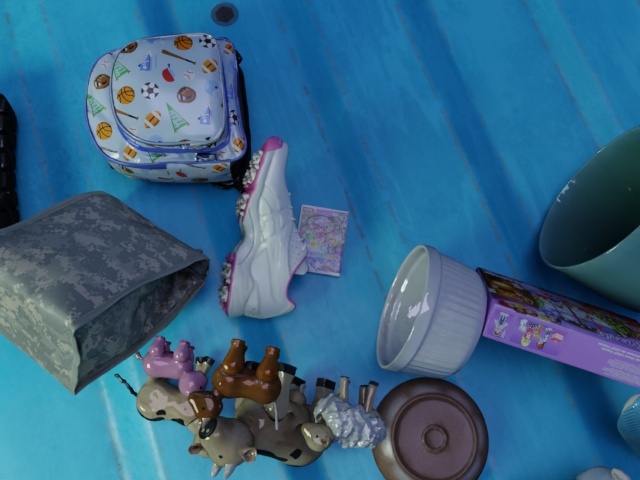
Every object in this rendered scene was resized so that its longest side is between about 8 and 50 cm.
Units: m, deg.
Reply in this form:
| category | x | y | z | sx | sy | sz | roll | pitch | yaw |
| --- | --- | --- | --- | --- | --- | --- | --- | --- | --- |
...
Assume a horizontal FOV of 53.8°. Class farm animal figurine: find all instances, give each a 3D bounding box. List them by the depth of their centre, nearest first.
| category | x | y | z | sx | sy | sz | roll | pitch | yaw |
| --- | --- | --- | --- | --- | --- | --- | --- | --- | --- |
| farm animal figurine | -0.116 | 0.263 | 0.932 | 0.327 | 0.330 | 0.172 | 23 | 68 | -27 |

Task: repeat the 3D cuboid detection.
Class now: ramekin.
| category | x | y | z | sx | sy | sz | roll | pitch | yaw |
| --- | --- | --- | --- | --- | --- | --- | --- | --- | --- |
| ramekin | 0.177 | 0.119 | 1.004 | 0.109 | 0.207 | 0.207 | 19 | 73 | -7 |

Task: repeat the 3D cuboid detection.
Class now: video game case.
| category | x | y | z | sx | sy | sz | roll | pitch | yaw |
| --- | --- | --- | --- | --- | --- | --- | --- | --- | --- |
| video game case | 0.000 | 0.000 | 1.122 | 0.087 | 0.011 | 0.122 | 9 | 73 | -2 |

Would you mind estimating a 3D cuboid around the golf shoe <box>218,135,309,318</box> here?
| category | x | y | z | sx | sy | sz | roll | pitch | yaw |
| --- | --- | --- | --- | --- | --- | --- | --- | --- | --- |
| golf shoe | -0.078 | -0.016 | 1.051 | 0.140 | 0.115 | 0.306 | 11 | 98 | -13 |

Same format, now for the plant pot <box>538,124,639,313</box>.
| category | x | y | z | sx | sy | sz | roll | pitch | yaw |
| --- | --- | --- | --- | --- | --- | --- | --- | --- | --- |
| plant pot | 0.553 | -0.011 | 1.035 | 0.235 | 0.293 | 0.293 | 35 | 73 | -10 |

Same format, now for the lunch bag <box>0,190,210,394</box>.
| category | x | y | z | sx | sy | sz | roll | pitch | yaw |
| --- | --- | --- | --- | --- | --- | --- | --- | --- | --- |
| lunch bag | -0.343 | 0.054 | 0.976 | 0.235 | 0.169 | 0.287 | 31 | 39 | 19 |

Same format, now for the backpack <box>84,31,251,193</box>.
| category | x | y | z | sx | sy | sz | roll | pitch | yaw |
| --- | --- | --- | --- | --- | --- | --- | --- | --- | --- |
| backpack | -0.260 | -0.218 | 1.075 | 0.263 | 0.213 | 0.276 | -8 | 75 | 2 |

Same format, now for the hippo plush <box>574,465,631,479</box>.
| category | x | y | z | sx | sy | sz | roll | pitch | yaw |
| --- | --- | --- | --- | --- | --- | --- | --- | --- | --- |
| hippo plush | 0.428 | 0.452 | 0.901 | 0.294 | 0.234 | 0.236 | -8 | 75 | -6 |

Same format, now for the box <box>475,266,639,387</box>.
| category | x | y | z | sx | sy | sz | roll | pitch | yaw |
| --- | --- | --- | --- | --- | --- | --- | --- | --- | --- |
| box | 0.393 | 0.138 | 1.013 | 0.293 | 0.201 | 0.057 | 18 | 105 | 1 |

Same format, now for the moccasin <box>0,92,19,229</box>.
| category | x | y | z | sx | sy | sz | roll | pitch | yaw |
| --- | --- | --- | --- | --- | --- | --- | --- | --- | --- |
| moccasin | -0.587 | -0.076 | 1.033 | 0.147 | 0.139 | 0.380 | -7 | 73 | -8 |

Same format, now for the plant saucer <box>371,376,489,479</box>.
| category | x | y | z | sx | sy | sz | roll | pitch | yaw |
| --- | --- | --- | --- | --- | --- | --- | --- | --- | --- |
| plant saucer | 0.182 | 0.322 | 1.026 | 0.199 | 0.036 | 0.198 | 1 | 73 | -5 |

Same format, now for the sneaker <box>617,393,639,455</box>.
| category | x | y | z | sx | sy | sz | roll | pitch | yaw |
| --- | --- | --- | --- | --- | --- | --- | --- | --- | --- |
| sneaker | 0.534 | 0.287 | 0.992 | 0.087 | 0.228 | 0.092 | 9 | 61 | 44 |
